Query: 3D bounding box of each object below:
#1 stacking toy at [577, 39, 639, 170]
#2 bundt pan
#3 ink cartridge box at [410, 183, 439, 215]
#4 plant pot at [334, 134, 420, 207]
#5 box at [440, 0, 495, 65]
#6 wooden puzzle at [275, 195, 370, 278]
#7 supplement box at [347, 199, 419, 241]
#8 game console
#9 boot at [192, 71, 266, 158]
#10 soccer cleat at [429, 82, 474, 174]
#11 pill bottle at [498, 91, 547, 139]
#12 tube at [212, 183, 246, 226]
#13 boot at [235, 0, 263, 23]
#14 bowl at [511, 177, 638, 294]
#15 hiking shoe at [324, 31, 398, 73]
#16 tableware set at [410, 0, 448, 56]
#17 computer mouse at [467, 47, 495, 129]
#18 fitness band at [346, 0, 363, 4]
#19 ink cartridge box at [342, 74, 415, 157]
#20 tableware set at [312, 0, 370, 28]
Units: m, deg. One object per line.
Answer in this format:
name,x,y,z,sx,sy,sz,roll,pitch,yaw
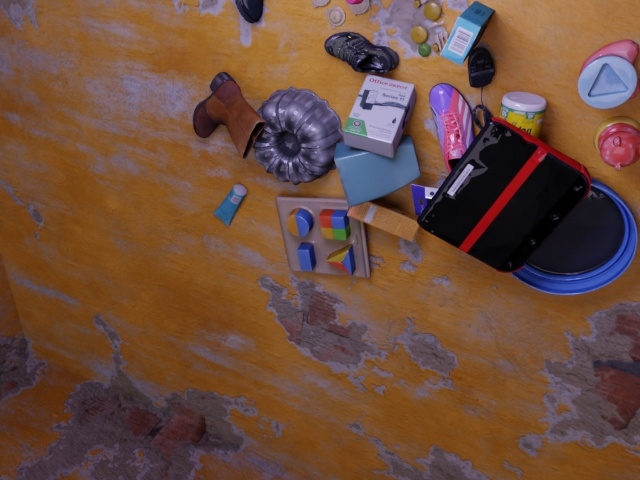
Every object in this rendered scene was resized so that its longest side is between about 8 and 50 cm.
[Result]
stacking toy,0.799,-0.341,1.383,0.280,0.130,0.308,-15,113,33
bundt pan,-0.093,-0.327,1.843,0.331,0.124,0.330,13,124,20
ink cartridge box,0.383,-0.094,1.739,0.209,0.045,0.206,12,158,20
plant pot,0.180,-0.232,1.729,0.235,0.165,0.165,-14,115,12
box,0.372,-0.524,1.406,0.060,0.244,0.100,29,128,7
wooden puzzle,0.000,0.000,2.018,0.348,0.080,0.321,7,125,25
supplement box,0.208,-0.078,1.839,0.234,0.078,0.080,21,109,-2
game console,0.511,-0.110,1.572,0.342,0.060,0.386,30,121,-2
boot,-0.302,-0.375,1.868,0.264,0.096,0.280,-49,62,28
soccer cleat,0.390,-0.297,1.622,0.109,0.116,0.318,-10,115,30
pill bottle,0.542,-0.293,1.549,0.118,0.117,0.208,15,126,18
tube,-0.346,-0.134,2.142,0.080,0.052,0.207,44,134,1
boot,-0.158,-0.771,1.610,0.207,0.094,0.246,-1,113,31
bowl,0.717,-0.019,1.662,0.392,0.077,0.390,13,124,20
hiking shoe,0.107,-0.538,1.613,0.227,0.114,0.086,20,126,14
tableware set,0.295,-0.591,1.547,0.104,0.024,0.154,-8,117,34
computer mouse,0.451,-0.422,1.570,0.071,0.041,0.241,-8,122,9
fitness band,0.095,-0.714,1.340,0.055,0.208,0.290,-9,145,-14
ink cartridge box,0.173,-0.364,1.626,0.153,0.208,0.087,17,162,16
tableware set,0.055,-0.695,1.601,0.169,0.020,0.141,-20,111,33
